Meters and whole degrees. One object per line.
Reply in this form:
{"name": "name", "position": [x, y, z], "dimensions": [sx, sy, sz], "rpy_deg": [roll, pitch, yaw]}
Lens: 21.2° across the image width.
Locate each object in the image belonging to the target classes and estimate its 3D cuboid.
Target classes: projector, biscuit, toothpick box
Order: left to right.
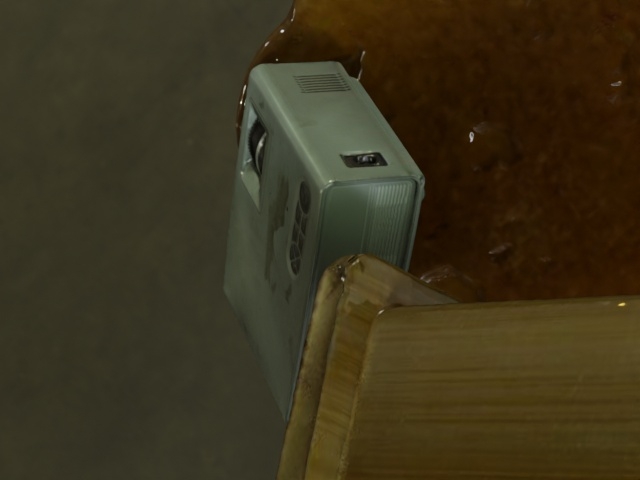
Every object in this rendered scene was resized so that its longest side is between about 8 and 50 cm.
{"name": "projector", "position": [0.000, 0.000, 0.855], "dimensions": [0.061, 0.147, 0.115], "rpy_deg": [-6, 38, -22]}
{"name": "biscuit", "position": [0.124, -0.020, 0.906], "dimensions": [0.381, 0.359, 0.074], "rpy_deg": [-44, -3, 29]}
{"name": "toothpick box", "position": [0.149, 0.111, 0.645], "dimensions": [0.308, 0.190, 0.187], "rpy_deg": [-5, 65, 46]}
